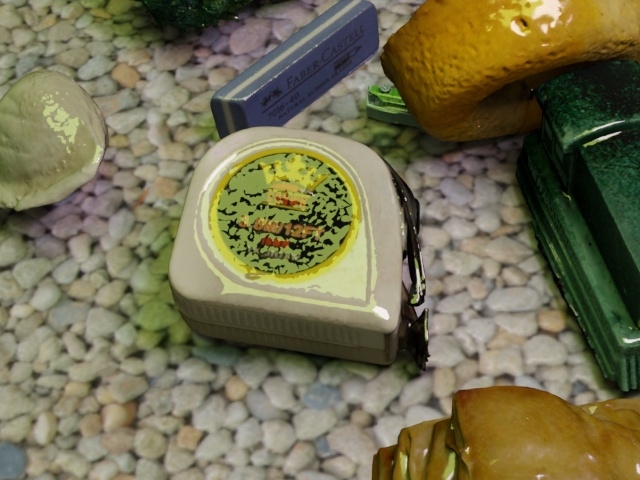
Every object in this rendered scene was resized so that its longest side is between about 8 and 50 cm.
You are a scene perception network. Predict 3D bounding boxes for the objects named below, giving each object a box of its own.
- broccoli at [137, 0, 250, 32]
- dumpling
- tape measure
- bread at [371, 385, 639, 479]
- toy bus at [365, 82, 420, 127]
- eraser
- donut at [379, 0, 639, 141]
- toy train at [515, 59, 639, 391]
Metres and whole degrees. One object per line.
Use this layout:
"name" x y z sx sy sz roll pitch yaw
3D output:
"broccoli" -0.120 -0.365 1.574 0.245 0.265 0.294 6 36 -38
"dumpling" -0.312 -0.101 1.468 0.166 0.126 0.216 -43 63 -4
"tape measure" 0.000 0.000 1.361 0.271 0.133 0.231 9 64 10
"bread" 0.223 0.264 1.113 0.370 0.191 0.314 -3 54 2
"toy bus" 0.091 -0.151 1.514 0.083 0.031 0.037 12 64 13
"eraser" -0.026 -0.190 1.522 0.225 0.082 0.036 -39 59 -21
"donut" 0.218 -0.195 1.394 0.303 0.303 0.110 -18 75 -7
"toy train" 0.295 -0.023 1.315 0.138 0.178 0.330 -15 54 -5
